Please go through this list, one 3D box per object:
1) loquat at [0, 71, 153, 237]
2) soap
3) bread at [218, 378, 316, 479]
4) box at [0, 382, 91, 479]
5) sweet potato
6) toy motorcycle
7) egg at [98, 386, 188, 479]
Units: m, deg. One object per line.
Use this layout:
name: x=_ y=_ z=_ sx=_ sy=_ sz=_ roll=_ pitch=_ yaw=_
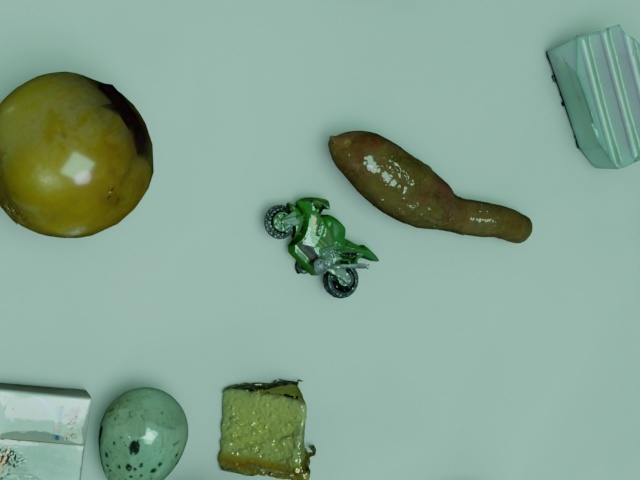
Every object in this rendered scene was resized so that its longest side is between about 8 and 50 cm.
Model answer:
loquat: x=-0.342 y=-0.115 z=1.755 sx=0.235 sy=0.235 sz=0.235 roll=-2 pitch=96 yaw=-20
soap: x=0.468 y=-0.237 z=2.106 sx=0.145 sy=0.091 sz=0.230 roll=-22 pitch=101 yaw=-20
bread: x=-0.081 y=0.293 z=1.957 sx=0.152 sy=0.127 sz=0.147 roll=-2 pitch=96 yaw=-3
box: x=-0.418 y=0.325 z=1.852 sx=0.149 sy=0.067 sz=0.233 roll=7 pitch=92 yaw=-21
sweet potato: x=0.168 y=-0.065 z=2.010 sx=0.385 sy=0.109 sz=0.109 roll=27 pitch=86 yaw=-25
toy motorcycle: x=0.000 y=0.000 z=1.975 sx=0.190 sy=0.074 sz=0.106 roll=45 pitch=71 yaw=-18
egg: x=-0.261 y=0.294 z=1.872 sx=0.131 sy=0.131 sz=0.164 roll=15 pitch=95 yaw=-20
